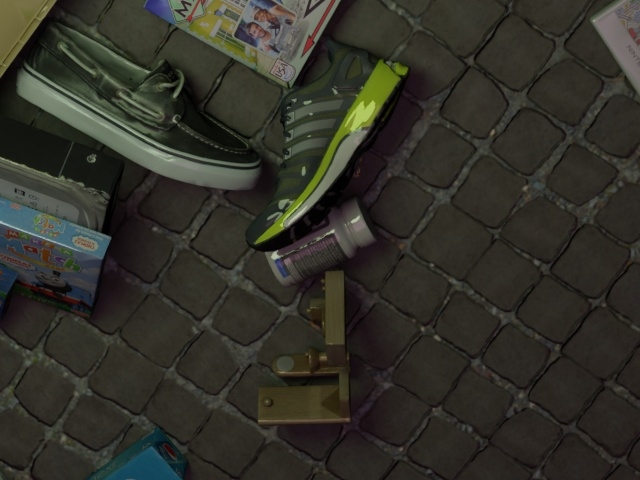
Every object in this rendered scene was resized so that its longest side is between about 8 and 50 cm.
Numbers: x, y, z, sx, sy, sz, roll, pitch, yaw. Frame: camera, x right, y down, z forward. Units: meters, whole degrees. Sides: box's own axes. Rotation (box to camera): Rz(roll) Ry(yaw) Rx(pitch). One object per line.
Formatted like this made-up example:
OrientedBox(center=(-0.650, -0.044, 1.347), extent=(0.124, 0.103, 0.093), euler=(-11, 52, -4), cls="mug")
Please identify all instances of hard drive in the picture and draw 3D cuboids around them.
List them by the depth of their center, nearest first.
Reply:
OrientedBox(center=(-0.422, -0.083, 1.832), extent=(0.339, 0.237, 0.064), euler=(21, 63, -5), cls="hard drive")

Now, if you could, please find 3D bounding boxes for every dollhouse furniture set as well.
OrientedBox(center=(-0.026, 0.142, 1.924), extent=(0.123, 0.144, 0.151), euler=(-2, 143, 3), cls="dollhouse furniture set")

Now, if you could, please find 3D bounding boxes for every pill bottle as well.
OrientedBox(center=(0.000, 0.000, 1.913), extent=(0.137, 0.078, 0.078), euler=(-25, 105, 9), cls="pill bottle")

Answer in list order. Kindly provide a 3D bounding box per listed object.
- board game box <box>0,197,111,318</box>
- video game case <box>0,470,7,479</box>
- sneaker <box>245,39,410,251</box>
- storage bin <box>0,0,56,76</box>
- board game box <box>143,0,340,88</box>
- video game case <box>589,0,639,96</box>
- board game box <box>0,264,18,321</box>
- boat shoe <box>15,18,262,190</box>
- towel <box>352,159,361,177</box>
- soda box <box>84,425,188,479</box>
OrientedBox(center=(-0.356, 0.024, 1.880), extent=(0.160, 0.211, 0.039), euler=(20, 63, -4), cls="board game box")
OrientedBox(center=(-0.499, 0.428, 2.090), extent=(0.190, 0.022, 0.173), euler=(-26, 105, 9), cls="video game case")
OrientedBox(center=(-0.012, -0.119, 1.845), extent=(0.121, 0.111, 0.300), euler=(32, 79, 10), cls="sneaker")
OrientedBox(center=(-0.469, -0.318, 1.786), extent=(0.262, 0.123, 0.260), euler=(35, 106, -19), cls="storage bin")
OrientedBox(center=(-0.052, -0.376, 1.816), extent=(0.213, 0.046, 0.317), euler=(28, 106, -8), cls="board game box")
OrientedBox(center=(0.488, -0.259, 1.845), extent=(0.227, 0.026, 0.206), euler=(-34, 103, 11), cls="video game case")
OrientedBox(center=(-0.497, 0.034, 1.915), extent=(0.201, 0.136, 0.035), euler=(27, 63, -5), cls="board game box")
OrientedBox(center=(-0.218, -0.171, 1.843), extent=(0.335, 0.121, 0.119), euler=(24, 111, -4), cls="boat shoe")
OrientedBox(center=(0.016, -0.116, 1.912), extent=(0.083, 0.009, 0.060), euler=(13, 108, -2), cls="towel")
OrientedBox(center=(-0.287, 0.353, 2.036), extent=(0.210, 0.067, 0.071), euler=(-37, 103, 12), cls="soda box")
